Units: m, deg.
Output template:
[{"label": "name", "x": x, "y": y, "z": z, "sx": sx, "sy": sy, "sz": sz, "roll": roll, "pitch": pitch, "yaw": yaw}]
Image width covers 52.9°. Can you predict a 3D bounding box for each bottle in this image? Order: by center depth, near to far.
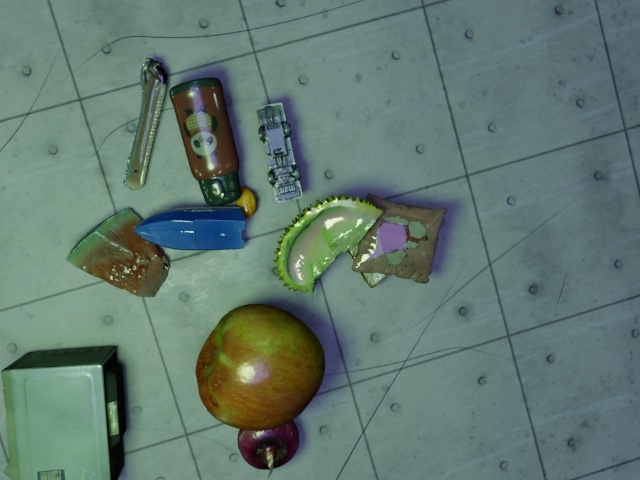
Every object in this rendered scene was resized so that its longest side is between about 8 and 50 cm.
[{"label": "bottle", "x": -0.298, "y": -0.262, "z": 1.748, "sx": 0.144, "sy": 0.144, "sz": 0.336, "roll": -15, "pitch": 98, "yaw": -4}]

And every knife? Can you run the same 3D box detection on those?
[{"label": "knife", "x": -0.483, "y": -0.317, "z": 1.777, "sx": 0.089, "sy": 0.043, "sz": 0.365, "roll": 15, "pitch": 96, "yaw": 27}]

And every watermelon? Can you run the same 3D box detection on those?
[{"label": "watermelon", "x": -0.531, "y": 0.053, "z": 1.774, "sx": 0.193, "sy": 0.140, "sz": 0.256, "roll": -43, "pitch": 105, "yaw": 7}]

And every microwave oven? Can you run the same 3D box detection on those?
[{"label": "microwave oven", "x": -0.676, "y": 0.483, "z": 1.734, "sx": 0.286, "sy": 0.218, "sz": 0.355, "roll": -4, "pitch": 95, "yaw": -6}]

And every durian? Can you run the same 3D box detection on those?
[{"label": "durian", "x": 0.000, "y": 0.000, "z": 1.757, "sx": 0.352, "sy": 0.158, "sz": 0.169, "roll": -49, "pitch": 68, "yaw": 22}]

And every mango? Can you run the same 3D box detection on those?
[{"label": "mango", "x": -0.210, "y": -0.108, "z": 1.813, "sx": 0.060, "sy": 0.046, "sz": 0.089, "roll": -14, "pitch": 93, "yaw": -3}]

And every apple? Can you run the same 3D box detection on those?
[{"label": "apple", "x": -0.157, "y": 0.339, "z": 1.717, "sx": 0.340, "sy": 0.339, "sz": 0.339, "roll": 0, "pitch": 95, "yaw": -5}]

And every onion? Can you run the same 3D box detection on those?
[{"label": "onion", "x": -0.148, "y": 0.565, "z": 1.823, "sx": 0.177, "sy": 0.153, "sz": 0.177, "roll": 1, "pitch": 85, "yaw": -8}]

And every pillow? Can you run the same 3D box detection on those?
[{"label": "pillow", "x": 0.217, "y": -0.003, "z": 1.775, "sx": 0.236, "sy": 0.084, "sz": 0.223, "roll": 9, "pitch": 93, "yaw": -6}]

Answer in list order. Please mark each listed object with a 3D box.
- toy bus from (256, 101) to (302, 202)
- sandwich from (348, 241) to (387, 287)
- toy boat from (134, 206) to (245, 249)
[{"label": "toy bus", "x": -0.115, "y": -0.240, "z": 1.781, "sx": 0.092, "sy": 0.106, "sz": 0.268, "roll": -13, "pitch": 93, "yaw": -4}, {"label": "sandwich", "x": 0.190, "y": 0.014, "z": 1.850, "sx": 0.215, "sy": 0.065, "sz": 0.186, "roll": -32, "pitch": 96, "yaw": -1}, {"label": "toy boat", "x": -0.359, "y": -0.033, "z": 1.769, "sx": 0.295, "sy": 0.088, "sz": 0.129, "roll": -1, "pitch": 119, "yaw": -11}]
